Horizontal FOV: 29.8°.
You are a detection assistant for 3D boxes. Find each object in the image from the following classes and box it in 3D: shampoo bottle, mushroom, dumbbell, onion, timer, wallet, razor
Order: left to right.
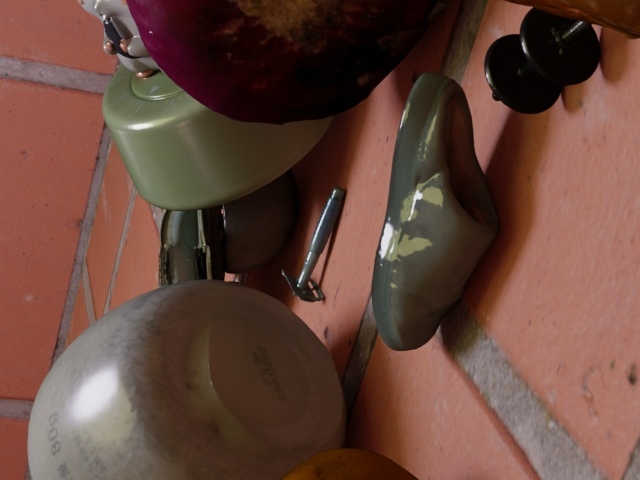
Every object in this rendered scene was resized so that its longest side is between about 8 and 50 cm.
[{"bbox_3d":[-0.167,-0.238,1.422,0.315,0.291,0.291,58,-172,-35],"label":"timer"},{"bbox_3d":[-0.140,0.209,1.274,0.317,0.322,0.322,-51,34,46],"label":"shampoo bottle"},{"bbox_3d":[-0.166,0.016,1.639,0.309,0.077,0.223,-93,-4,-60],"label":"wallet"},{"bbox_3d":[-0.087,-0.050,1.561,0.141,0.117,0.188,59,-150,-79],"label":"mushroom"},{"bbox_3d":[-0.037,-0.313,1.243,0.385,0.348,0.348,-98,25,-57],"label":"onion"},{"bbox_3d":[0.000,0.000,1.423,0.135,0.040,0.068,-68,22,15],"label":"razor"},{"bbox_3d":[0.171,-0.140,0.929,0.147,0.069,0.069,139,137,-63],"label":"dumbbell"}]

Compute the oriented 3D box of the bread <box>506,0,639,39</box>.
[{"bbox_3d":[0.183,-0.206,0.622,0.279,0.279,0.207,-137,60,-64],"label":"bread"}]

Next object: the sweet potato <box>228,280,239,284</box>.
[{"bbox_3d":[-0.163,0.144,1.790,0.054,0.053,0.182,-124,46,-56],"label":"sweet potato"}]

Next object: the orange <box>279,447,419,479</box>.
[{"bbox_3d":[0.022,0.291,0.990,0.249,0.183,0.249,-25,56,45],"label":"orange"}]

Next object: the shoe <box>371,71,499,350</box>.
[{"bbox_3d":[0.109,-0.016,1.035,0.100,0.103,0.251,14,113,29],"label":"shoe"}]
